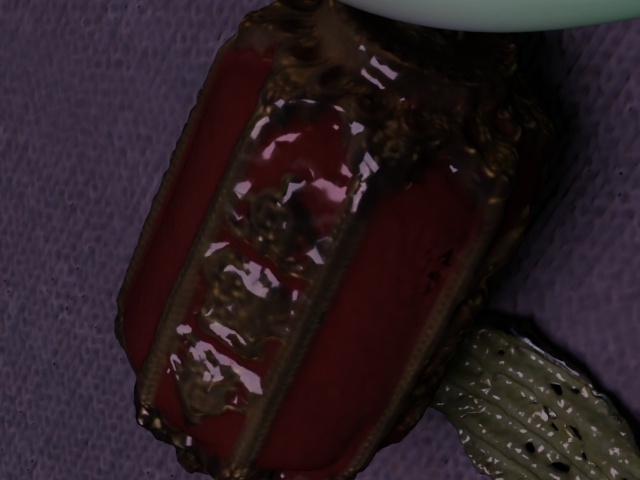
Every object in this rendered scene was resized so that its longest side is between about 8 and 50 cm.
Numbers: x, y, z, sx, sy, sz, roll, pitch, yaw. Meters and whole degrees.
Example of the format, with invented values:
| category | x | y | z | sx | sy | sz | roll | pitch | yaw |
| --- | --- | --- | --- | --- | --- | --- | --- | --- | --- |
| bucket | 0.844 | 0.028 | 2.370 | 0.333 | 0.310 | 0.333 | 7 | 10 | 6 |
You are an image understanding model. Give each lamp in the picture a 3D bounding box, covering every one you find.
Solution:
| category | x | y | z | sx | sy | sz | roll | pitch | yaw |
| --- | --- | --- | --- | --- | --- | --- | --- | --- | --- |
| lamp | 0.000 | 0.000 | 0.896 | 0.177 | 0.177 | 0.274 | 43 | 126 | 22 |

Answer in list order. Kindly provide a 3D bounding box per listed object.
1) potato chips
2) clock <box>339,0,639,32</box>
| category | x | y | z | sx | sy | sz | roll | pitch | yaw |
| --- | --- | --- | --- | --- | --- | --- | --- | --- | --- |
| potato chips | 0.123 | 0.111 | 0.920 | 0.207 | 0.028 | 0.092 | 43 | 129 | 28 |
| clock | 0.104 | -0.236 | 0.618 | 0.376 | 0.368 | 0.250 | 20 | 152 | 27 |
